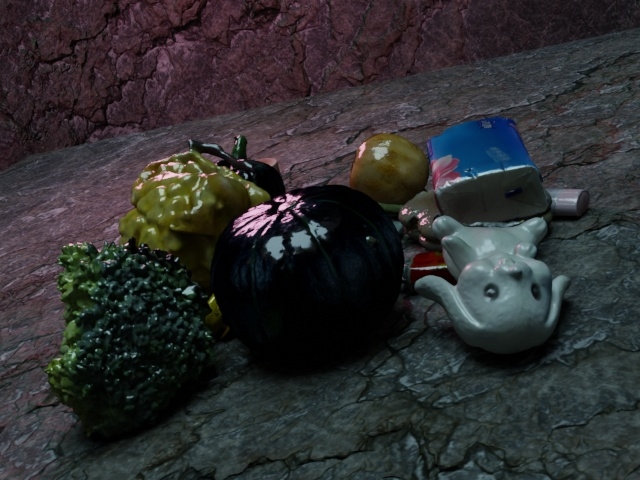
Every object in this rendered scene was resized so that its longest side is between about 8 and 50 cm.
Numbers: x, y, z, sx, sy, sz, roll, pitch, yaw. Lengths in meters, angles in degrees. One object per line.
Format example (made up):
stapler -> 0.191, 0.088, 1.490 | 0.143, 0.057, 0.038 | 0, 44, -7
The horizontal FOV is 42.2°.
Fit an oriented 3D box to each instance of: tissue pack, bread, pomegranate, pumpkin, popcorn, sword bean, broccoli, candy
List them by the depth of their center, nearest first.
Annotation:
broccoli -> -0.354, 0.181, 1.480 | 0.281, 0.347, 0.293 | -7, -23, 43
pumpkin -> -0.028, 0.054, 1.522 | 0.363, 0.266, 0.363 | -16, 24, 7
candy -> 0.243, 0.058, 1.615 | 0.292, 0.059, 0.086 | -7, 25, 21
tissue pack -> 0.329, -0.142, 1.677 | 0.209, 0.137, 0.269 | -11, 26, 9
bread -> 0.316, -0.042, 1.762 | 0.337, 0.102, 0.183 | -3, 23, 30
popcorn -> -0.252, -0.042, 1.773 | 0.349, 0.381, 0.349 | 1, -18, 0
sword bean -> 0.237, -0.073, 1.921 | 0.269, 0.043, 0.038 | -2, 34, -4
pomegranate -> 0.167, -0.160, 2.021 | 0.207, 0.207, 0.207 | -13, 21, 5
pumpkin -> -0.218, -0.159, 2.222 | 0.248, 0.248, 0.248 | -13, 21, 5

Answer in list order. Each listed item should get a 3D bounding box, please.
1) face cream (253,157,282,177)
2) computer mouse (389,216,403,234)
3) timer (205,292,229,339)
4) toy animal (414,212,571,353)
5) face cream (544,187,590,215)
face cream -> -0.185, -0.168, 2.428 | 0.149, 0.104, 0.149 | -13, 21, 5
computer mouse -> 0.083, -0.031, 1.941 | 0.128, 0.079, 0.231 | -26, 40, -37
timer -> -0.223, 0.138, 1.658 | 0.107, 0.109, 0.107 | -55, 5, 7
toy animal -> 0.284, 0.074, 1.395 | 0.249, 0.174, 0.289 | 8, 27, 23
face cream -> 0.485, -0.085, 1.823 | 0.198, 0.057, 0.084 | 6, 30, 39
